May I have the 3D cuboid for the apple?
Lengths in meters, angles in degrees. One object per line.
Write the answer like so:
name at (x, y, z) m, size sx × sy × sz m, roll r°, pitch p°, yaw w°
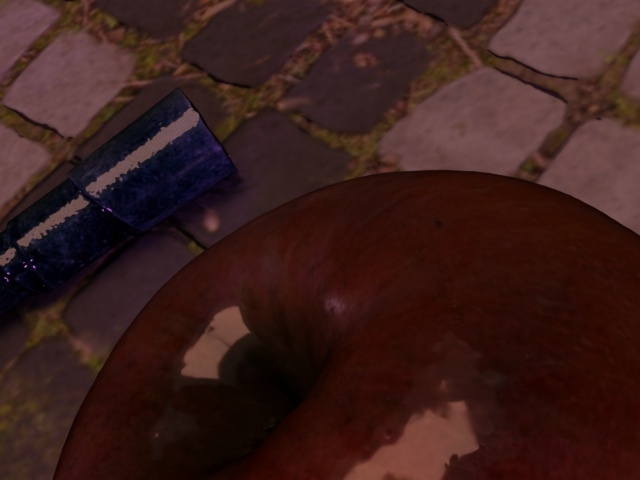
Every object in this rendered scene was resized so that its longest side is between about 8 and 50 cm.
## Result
apple at (0.039, 0.106, 0.525) m, size 0.253 × 0.253 × 0.254 m, roll -13°, pitch 50°, yaw 15°

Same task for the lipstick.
lipstick at (-0.154, 0.006, 0.794) m, size 0.234 × 0.053 × 0.053 m, roll -34°, pitch 48°, yaw 0°
